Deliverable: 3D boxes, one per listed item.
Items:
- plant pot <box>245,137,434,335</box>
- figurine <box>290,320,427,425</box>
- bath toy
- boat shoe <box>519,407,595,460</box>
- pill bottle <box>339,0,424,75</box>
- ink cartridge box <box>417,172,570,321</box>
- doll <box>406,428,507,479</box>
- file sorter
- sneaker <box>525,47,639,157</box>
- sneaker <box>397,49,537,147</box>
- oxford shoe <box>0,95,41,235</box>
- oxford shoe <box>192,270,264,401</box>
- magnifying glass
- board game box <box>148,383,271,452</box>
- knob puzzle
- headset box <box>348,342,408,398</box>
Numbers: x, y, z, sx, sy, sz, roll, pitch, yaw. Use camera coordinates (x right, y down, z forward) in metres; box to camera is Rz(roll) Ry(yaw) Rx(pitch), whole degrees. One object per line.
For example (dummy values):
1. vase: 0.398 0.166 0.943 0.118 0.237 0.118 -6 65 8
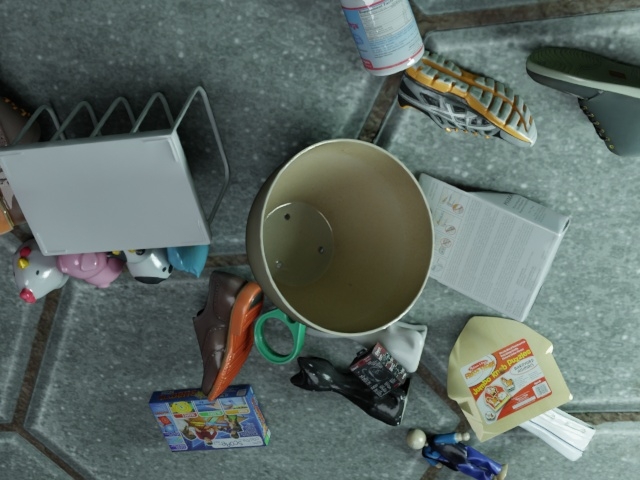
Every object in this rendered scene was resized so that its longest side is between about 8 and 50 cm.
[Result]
1. plant pot: 0.000 0.000 1.606 0.284 0.284 0.191 42 159 -19
2. figurine: 0.061 0.202 1.835 0.210 0.092 0.214 16 127 5
3. bath toy: -0.366 0.030 1.766 0.348 0.129 0.151 -9 124 19
4. boat shoe: 0.373 0.291 1.848 0.226 0.083 0.075 34 98 -13
5. pill bottle: 0.077 -0.310 1.440 0.087 0.087 0.160 -12 123 20
6. ink cartridge box: 0.249 0.001 1.674 0.232 0.066 0.189 28 130 17
7. doll: 0.247 0.392 1.958 0.189 0.046 0.129 24 137 1
8. file sorter: -0.301 -0.110 1.617 0.278 0.173 0.192 -4 126 15
9. sneaker: 0.379 -0.184 1.473 0.222 0.083 0.118 15 128 0
10. sneaker: 0.207 -0.188 1.514 0.215 0.084 0.083 30 130 1
11. oxford shoe: -0.514 -0.192 1.660 0.133 0.130 0.363 -21 118 -12
12. oxford shoe: -0.174 0.165 1.862 0.098 0.097 0.271 27 122 13
13. magnifying glass: -0.042 0.121 1.786 0.092 0.026 0.231 46 126 14
14. board game box: -0.209 0.339 2.023 0.201 0.035 0.136 -6 125 17
15. knob puzzle: 0.298 0.213 1.783 0.213 0.030 0.213 0 91 6
16. headset box: 0.093 0.212 1.760 0.083 0.032 0.062 45 128 -7
